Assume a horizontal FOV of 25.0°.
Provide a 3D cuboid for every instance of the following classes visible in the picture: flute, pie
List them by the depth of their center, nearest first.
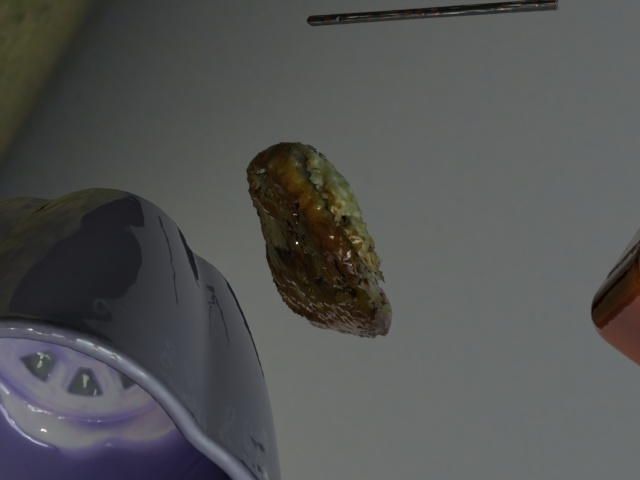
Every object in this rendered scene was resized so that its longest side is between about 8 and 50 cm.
[{"bbox_3d":[0.117,-0.242,1.535,0.014,0.269,0.014,-3,90,-81],"label":"flute"},{"bbox_3d":[-0.001,0.001,1.813,0.085,0.308,0.308,-27,-177,-18],"label":"pie"}]

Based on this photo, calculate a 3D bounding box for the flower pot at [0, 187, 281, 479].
[{"bbox_3d":[-0.148,0.097,0.746,0.265,0.265,0.243,-55,-164,22],"label":"flower pot"}]

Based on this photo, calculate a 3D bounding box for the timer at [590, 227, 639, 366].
[{"bbox_3d":[0.379,0.031,1.138,0.257,0.250,0.161,-51,172,-24],"label":"timer"}]
